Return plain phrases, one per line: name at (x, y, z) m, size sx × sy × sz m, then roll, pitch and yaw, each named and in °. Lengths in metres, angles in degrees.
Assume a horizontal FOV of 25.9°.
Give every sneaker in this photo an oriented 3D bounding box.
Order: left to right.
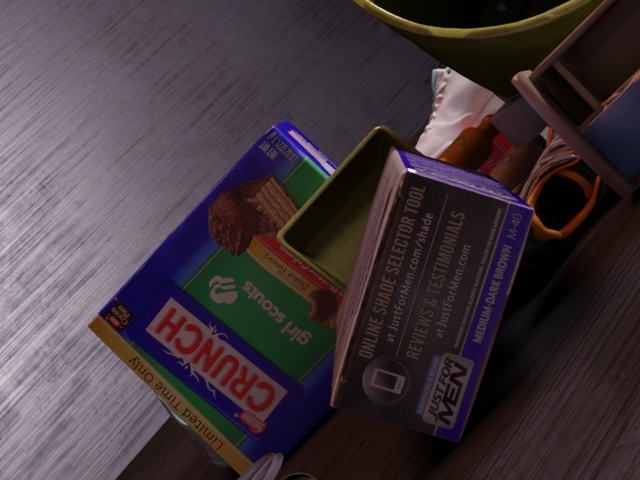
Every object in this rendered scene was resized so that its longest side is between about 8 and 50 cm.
sneaker at (0.161, -0.165, 1.704) m, size 0.212 × 0.094 × 0.080 m, roll -48°, pitch 6°, yaw 0°
sneaker at (0.232, -0.068, 1.231) m, size 0.215 × 0.084 × 0.083 m, roll -58°, pitch 5°, yaw -11°

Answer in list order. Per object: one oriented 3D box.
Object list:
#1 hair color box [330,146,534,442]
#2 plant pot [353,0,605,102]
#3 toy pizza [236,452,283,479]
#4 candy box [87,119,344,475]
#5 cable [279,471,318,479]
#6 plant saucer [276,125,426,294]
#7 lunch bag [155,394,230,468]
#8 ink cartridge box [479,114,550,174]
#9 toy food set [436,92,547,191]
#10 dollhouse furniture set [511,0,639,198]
hair color box at (0.084, 0.029, 1.158) m, size 0.339 × 0.110 × 0.185 m, roll -66°, pitch -7°, yaw -83°
plant pot at (0.223, -0.300, 1.436) m, size 0.366 × 0.366 × 0.353 m, roll -47°, pitch -29°, yaw 2°
toy pizza at (-0.097, 0.295, 1.384) m, size 0.201 × 0.032 × 0.201 m, roll -48°, pitch 4°, yaw 4°
candy box at (-0.059, 0.068, 1.574) m, size 0.317 × 0.268 × 0.122 m, roll -47°, pitch 0°, yaw 10°
cable at (-0.065, 0.269, 1.206) m, size 0.184 × 0.047 × 0.150 m, roll -47°, pitch 4°, yaw -22°
plant saucer at (0.077, 0.001, 1.458) m, size 0.188 × 0.188 × 0.045 m, roll -48°, pitch -8°, yaw -26°
lunch bag at (-0.101, 0.164, 1.809) m, size 0.224 × 0.108 × 0.279 m, roll -40°, pitch 23°, yaw -8°
ink cartridge box at (0.259, -0.144, 1.723) m, size 0.231 × 0.078 × 0.134 m, roll -47°, pitch 3°, yaw -9°
toy food set at (0.229, -0.107, 1.405) m, size 0.104 × 0.111 × 0.232 m, roll -48°, pitch 8°, yaw -36°
dollhouse furniture set at (0.198, -0.166, 1.013) m, size 0.198 × 0.286 × 0.303 m, roll -45°, pitch -8°, yaw 20°
